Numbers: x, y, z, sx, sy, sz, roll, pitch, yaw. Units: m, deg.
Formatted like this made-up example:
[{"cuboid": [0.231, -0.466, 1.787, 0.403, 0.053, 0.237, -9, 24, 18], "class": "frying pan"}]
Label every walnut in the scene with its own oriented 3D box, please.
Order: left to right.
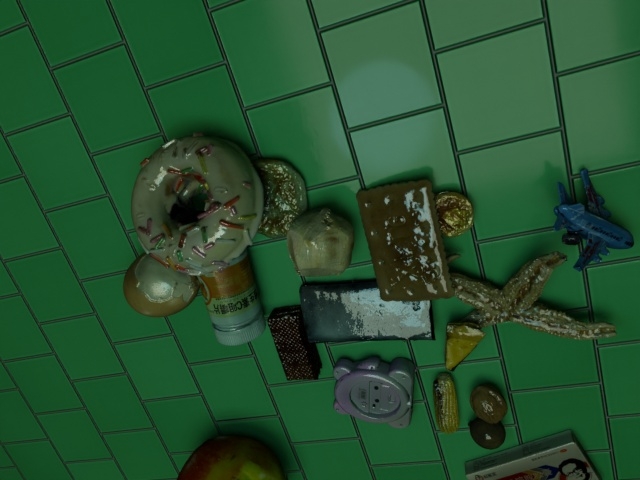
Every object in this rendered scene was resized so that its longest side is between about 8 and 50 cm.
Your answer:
[{"cuboid": [0.489, 0.473, 1.587, 0.105, 0.105, 0.124, -27, 99, 23], "class": "walnut"}]

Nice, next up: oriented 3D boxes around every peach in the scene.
[{"cuboid": [-0.298, 0.826, 1.815, 0.370, 0.370, 0.369, 5, 115, 11], "class": "peach"}]

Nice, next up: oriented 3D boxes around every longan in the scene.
[{"cuboid": [0.497, 0.573, 1.637, 0.119, 0.106, 0.106, 6, 126, 59], "class": "longan"}]

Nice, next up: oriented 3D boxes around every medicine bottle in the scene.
[{"cuboid": [-0.266, 0.130, 1.574, 0.158, 0.158, 0.317, -5, 112, 16], "class": "medicine bottle"}]

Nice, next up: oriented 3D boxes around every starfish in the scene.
[{"cuboid": [0.523, 0.139, 1.415, 0.432, 0.082, 0.323, -1, 128, 29], "class": "starfish"}]

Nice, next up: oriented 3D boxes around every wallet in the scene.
[{"cuboid": [0.129, 0.202, 1.559, 0.379, 0.046, 0.190, -5, 98, 17], "class": "wallet"}]

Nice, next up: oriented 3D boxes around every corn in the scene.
[{"cuboid": [0.378, 0.493, 1.642, 0.072, 0.072, 0.203, -4, 113, 15], "class": "corn"}]

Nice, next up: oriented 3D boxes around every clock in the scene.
[{"cuboid": [0.162, 0.460, 1.667, 0.248, 0.090, 0.227, 5, 115, 13], "class": "clock"}]

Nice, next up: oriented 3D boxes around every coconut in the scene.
[{"cuboid": [0.003, 0.000, 1.437, 0.195, 0.194, 0.194, 5, 115, 11], "class": "coconut"}]

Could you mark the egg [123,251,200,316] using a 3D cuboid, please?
[{"cuboid": [-0.473, 0.128, 1.602, 0.244, 0.201, 0.201, -29, 105, 36], "class": "egg"}]

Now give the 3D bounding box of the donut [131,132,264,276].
[{"cuboid": [-0.332, -0.096, 1.407, 0.383, 0.142, 0.382, -3, 82, 21], "class": "donut"}]

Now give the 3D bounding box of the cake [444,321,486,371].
[{"cuboid": [0.402, 0.287, 1.527, 0.116, 0.079, 0.184, -5, 122, 12], "class": "cake"}]

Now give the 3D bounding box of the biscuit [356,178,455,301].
[{"cuboid": [0.219, 0.009, 1.422, 0.217, 0.044, 0.324, -7, 103, 29], "class": "biscuit"}]

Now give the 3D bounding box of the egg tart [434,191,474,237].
[{"cuboid": [0.330, -0.069, 1.402, 0.131, 0.052, 0.130, 4, 115, 9], "class": "egg tart"}]

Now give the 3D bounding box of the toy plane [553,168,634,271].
[{"cuboid": [0.643, -0.032, 1.292, 0.271, 0.254, 0.105, 26, 157, -31], "class": "toy plane"}]

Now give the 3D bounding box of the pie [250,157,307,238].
[{"cuboid": [-0.143, -0.117, 1.490, 0.241, 0.054, 0.240, 5, 114, 12], "class": "pie"}]

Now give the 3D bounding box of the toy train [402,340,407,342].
[{"cuboid": [0.264, 0.253, 1.572, 0.103, 0.044, 0.064, -17, 104, 19], "class": "toy train"}]

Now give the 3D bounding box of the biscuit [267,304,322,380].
[{"cuboid": [-0.076, 0.320, 1.667, 0.106, 0.070, 0.251, -8, 113, 18], "class": "biscuit"}]

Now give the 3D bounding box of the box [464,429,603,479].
[{"cuboid": [0.658, 0.733, 1.690, 0.353, 0.069, 0.214, -30, 104, 22], "class": "box"}]
